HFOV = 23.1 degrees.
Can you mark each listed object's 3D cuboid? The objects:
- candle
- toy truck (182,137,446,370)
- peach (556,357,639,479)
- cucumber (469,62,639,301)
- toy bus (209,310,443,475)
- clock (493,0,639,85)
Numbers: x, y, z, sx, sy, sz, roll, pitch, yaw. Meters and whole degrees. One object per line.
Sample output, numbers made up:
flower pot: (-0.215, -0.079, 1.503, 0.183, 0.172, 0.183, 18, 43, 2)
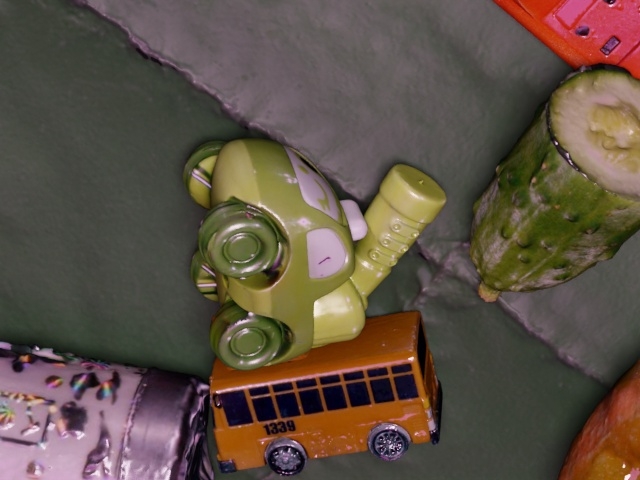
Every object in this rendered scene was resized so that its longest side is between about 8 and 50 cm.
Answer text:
candle: (-0.255, 0.183, 1.395, 0.330, 0.187, 0.187, 10, 116, 4)
toy truck: (-0.016, 0.014, 1.315, 0.211, 0.148, 0.187, 6, 120, -19)
peach: (0.304, 0.197, 1.323, 0.214, 0.214, 0.235, -8, 107, 11)
cucumber: (0.187, -0.023, 1.267, 0.134, 0.134, 0.244, 28, 138, -6)
toy bus: (0.000, 0.133, 1.384, 0.201, 0.098, 0.114, -10, 113, 11)
clock: (0.217, -0.189, 1.229, 0.155, 0.061, 0.113, 37, 115, -12)
